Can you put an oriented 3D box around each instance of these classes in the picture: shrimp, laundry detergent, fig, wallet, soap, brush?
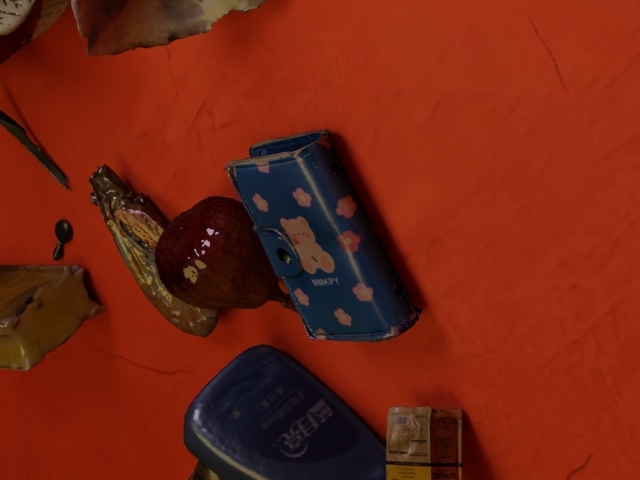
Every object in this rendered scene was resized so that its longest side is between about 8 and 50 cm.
[{"bbox_3d":[-0.172,0.009,1.724,0.115,0.051,0.217,-20,105,48],"label":"shrimp"},{"bbox_3d":[0.006,0.233,1.651,0.290,0.143,0.094,34,141,17],"label":"laundry detergent"},{"bbox_3d":[-0.083,0.013,1.603,0.119,0.153,0.119,-176,90,-72],"label":"fig"},{"bbox_3d":[0.000,0.001,1.505,0.141,0.059,0.202,-3,120,53],"label":"wallet"},{"bbox_3d":[-0.378,0.090,1.962,0.233,0.135,0.076,-4,119,51],"label":"soap"},{"bbox_3d":[-0.305,0.001,1.906,0.024,0.008,0.083,41,145,9],"label":"brush"}]

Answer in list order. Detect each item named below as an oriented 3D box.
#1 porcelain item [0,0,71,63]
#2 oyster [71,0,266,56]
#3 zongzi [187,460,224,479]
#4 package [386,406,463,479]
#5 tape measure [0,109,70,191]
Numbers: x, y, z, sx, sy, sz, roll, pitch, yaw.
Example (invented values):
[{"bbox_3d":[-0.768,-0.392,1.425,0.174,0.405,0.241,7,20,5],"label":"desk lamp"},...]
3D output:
[{"bbox_3d":[-0.345,-0.288,1.531,0.253,0.253,0.253,30,141,28],"label":"porcelain item"},{"bbox_3d":[-0.112,-0.310,1.290,0.204,0.111,0.396,-3,134,-3],"label":"oyster"},{"bbox_3d":[-0.071,0.306,1.872,0.187,0.084,0.184,35,134,11],"label":"zongzi"},{"bbox_3d":[0.100,0.223,1.558,0.071,0.047,0.131,-3,85,49],"label":"package"},{"bbox_3d":[-0.387,-0.120,1.706,0.084,0.164,0.330,-19,132,18],"label":"tape measure"}]
